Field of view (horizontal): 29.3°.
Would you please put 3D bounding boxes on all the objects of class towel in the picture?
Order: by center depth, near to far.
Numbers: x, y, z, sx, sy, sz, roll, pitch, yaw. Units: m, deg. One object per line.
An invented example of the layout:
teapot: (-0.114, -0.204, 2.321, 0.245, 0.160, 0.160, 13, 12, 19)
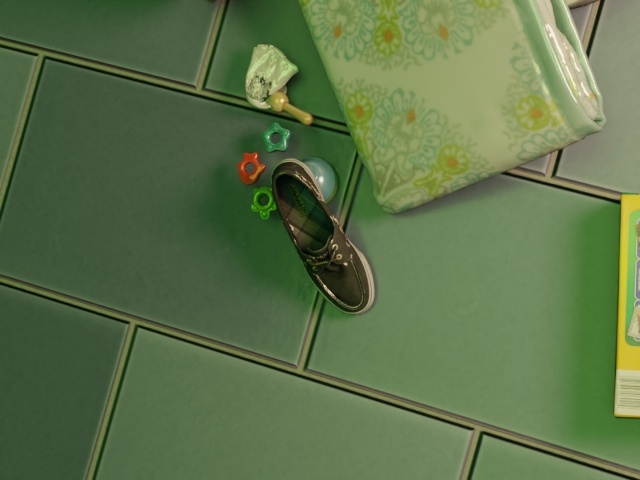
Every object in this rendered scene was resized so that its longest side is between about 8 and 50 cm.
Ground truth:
towel: (0.149, -0.254, 1.526, 0.321, 0.090, 0.374, -22, 89, 38)

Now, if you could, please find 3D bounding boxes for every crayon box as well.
crayon box: (0.447, 0.082, 1.495, 0.165, 0.081, 0.278, 2, 86, 14)

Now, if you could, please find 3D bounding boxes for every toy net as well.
toy net: (-0.061, -0.150, 1.662, 0.122, 0.045, 0.232, -18, 80, 14)

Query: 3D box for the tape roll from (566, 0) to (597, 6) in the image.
tape roll: (0.277, -0.423, 1.512, 0.286, 0.100, 0.286, 8, 105, 31)

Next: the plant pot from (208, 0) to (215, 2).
plant pot: (-0.130, -0.536, 1.587, 0.305, 0.334, 0.334, -40, 77, -3)

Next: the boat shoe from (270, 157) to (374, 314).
boat shoe: (0.000, 0.000, 1.591, 0.080, 0.076, 0.228, -23, 98, 11)
